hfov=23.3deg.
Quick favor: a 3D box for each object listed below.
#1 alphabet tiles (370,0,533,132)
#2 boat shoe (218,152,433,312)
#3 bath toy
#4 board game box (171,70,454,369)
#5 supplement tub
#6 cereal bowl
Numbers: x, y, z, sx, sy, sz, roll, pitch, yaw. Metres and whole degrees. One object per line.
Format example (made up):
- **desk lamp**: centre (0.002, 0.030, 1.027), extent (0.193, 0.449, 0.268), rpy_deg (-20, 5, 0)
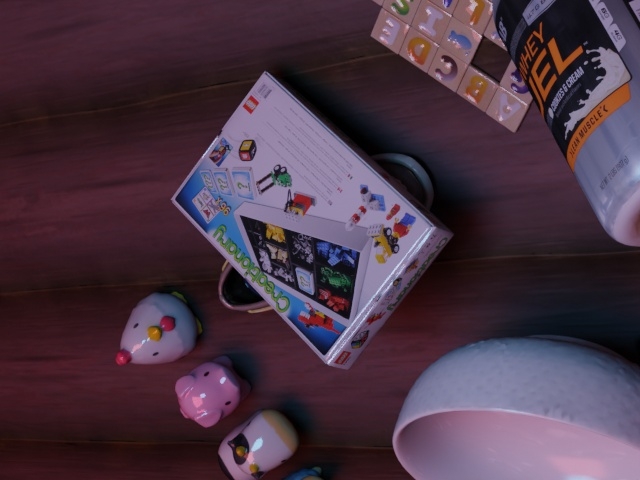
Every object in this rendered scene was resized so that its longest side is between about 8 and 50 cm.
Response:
- **alphabet tiles**: centre (0.147, -0.252, 1.627), extent (0.237, 0.009, 0.198), rpy_deg (36, 132, 15)
- **boat shoe**: centre (0.000, 0.000, 1.823), extent (0.324, 0.097, 0.116), rpy_deg (-29, 95, 43)
- **bath toy**: centre (-0.139, 0.219, 2.036), extent (0.348, 0.129, 0.151), rpy_deg (50, 134, 4)
- **board game box**: centre (-0.017, -0.027, 1.733), extent (0.305, 0.053, 0.193), rpy_deg (45, 104, 31)
- **supplement tub**: centre (0.278, -0.169, 1.391), extent (0.193, 0.194, 0.316), rpy_deg (-51, 52, 43)
- **cereal bowl**: centre (0.256, 0.199, 1.668), extent (0.339, 0.141, 0.339), rpy_deg (13, 153, 7)
